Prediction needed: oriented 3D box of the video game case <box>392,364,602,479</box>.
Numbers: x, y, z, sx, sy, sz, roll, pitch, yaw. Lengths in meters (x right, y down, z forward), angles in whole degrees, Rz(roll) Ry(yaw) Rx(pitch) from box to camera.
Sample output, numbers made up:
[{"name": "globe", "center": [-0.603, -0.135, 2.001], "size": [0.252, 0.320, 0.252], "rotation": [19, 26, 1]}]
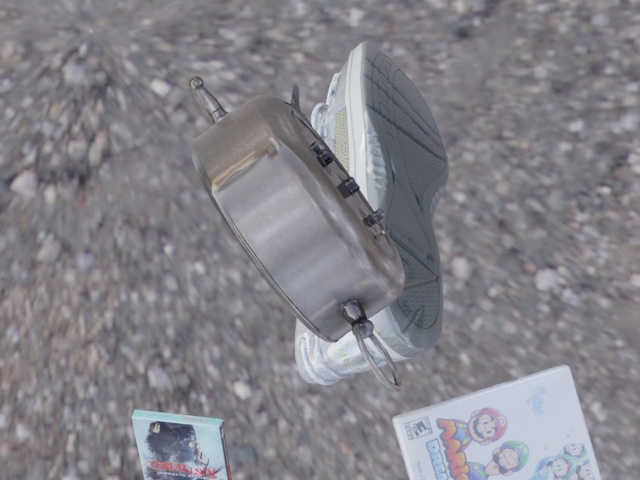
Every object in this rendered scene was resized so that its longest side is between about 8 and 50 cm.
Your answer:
[{"name": "video game case", "center": [0.145, 0.190, 1.323], "size": [0.143, 0.019, 0.157], "rotation": [-17, 93, -5]}]

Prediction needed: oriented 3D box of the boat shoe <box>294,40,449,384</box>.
[{"name": "boat shoe", "center": [0.031, -0.030, 1.338], "size": [0.103, 0.320, 0.118], "rotation": [-27, 133, 27]}]

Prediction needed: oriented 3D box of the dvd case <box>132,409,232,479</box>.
[{"name": "dvd case", "center": [-0.128, 0.210, 1.615], "size": [0.087, 0.013, 0.119], "rotation": [5, 131, 12]}]

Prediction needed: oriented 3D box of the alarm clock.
[{"name": "alarm clock", "center": [0.000, 0.000, 0.881], "size": [0.064, 0.129, 0.192], "rotation": [-32, 57, 9]}]
